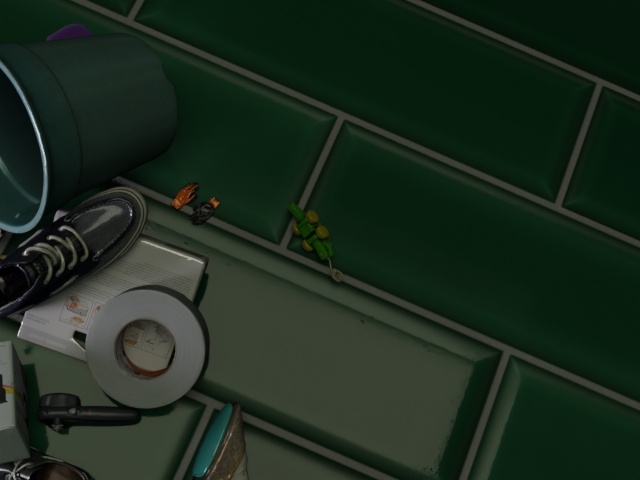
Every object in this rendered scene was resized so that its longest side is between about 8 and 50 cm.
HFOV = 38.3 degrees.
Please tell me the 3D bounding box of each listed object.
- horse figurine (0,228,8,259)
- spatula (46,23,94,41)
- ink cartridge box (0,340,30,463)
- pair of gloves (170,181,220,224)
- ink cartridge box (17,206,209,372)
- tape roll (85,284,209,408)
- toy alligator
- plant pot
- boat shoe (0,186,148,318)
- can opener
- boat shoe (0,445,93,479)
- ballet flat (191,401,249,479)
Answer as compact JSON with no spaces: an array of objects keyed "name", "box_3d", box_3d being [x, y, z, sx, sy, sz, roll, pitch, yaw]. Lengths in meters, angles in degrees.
[{"name":"horse figurine","box_3d":[-0.690,0.078,1.730,0.174,0.066,0.263,21,73,-7]},{"name":"spatula","box_3d":[-0.451,-0.342,1.911,0.084,0.030,0.296,-38,81,-19]},{"name":"ink cartridge box","box_3d":[-0.561,0.287,1.619,0.072,0.127,0.175,-10,53,-11]},{"name":"pair of gloves","box_3d":[-0.253,-0.075,1.864,0.083,0.010,0.074,41,71,3]},{"name":"ink cartridge box","box_3d":[-0.395,0.107,1.760,0.296,0.066,0.261,20,96,-1]},{"name":"tape roll","box_3d":[-0.316,0.194,1.697,0.219,0.072,0.219,0,95,1]},{"name":"toy alligator","box_3d":[0.000,0.000,1.855,0.190,0.056,0.051,56,34,11]},{"name":"plant pot","box_3d":[-0.467,-0.227,1.694,0.334,0.341,0.341,-27,76,-44]},{"name":"boat shoe","box_3d":[-0.460,0.029,1.640,0.340,0.158,0.127,-38,95,4]},{"name":"can opener","box_3d":[-0.426,0.318,1.691,0.186,0.059,0.073,5,72,-6]},{"name":"boat shoe","box_3d":[-0.520,0.410,1.641,0.233,0.079,0.084,16,73,-1]},{"name":"ballet flat","box_3d":[-0.194,0.452,1.671,0.106,0.107,0.316,32,76,-18]}]
